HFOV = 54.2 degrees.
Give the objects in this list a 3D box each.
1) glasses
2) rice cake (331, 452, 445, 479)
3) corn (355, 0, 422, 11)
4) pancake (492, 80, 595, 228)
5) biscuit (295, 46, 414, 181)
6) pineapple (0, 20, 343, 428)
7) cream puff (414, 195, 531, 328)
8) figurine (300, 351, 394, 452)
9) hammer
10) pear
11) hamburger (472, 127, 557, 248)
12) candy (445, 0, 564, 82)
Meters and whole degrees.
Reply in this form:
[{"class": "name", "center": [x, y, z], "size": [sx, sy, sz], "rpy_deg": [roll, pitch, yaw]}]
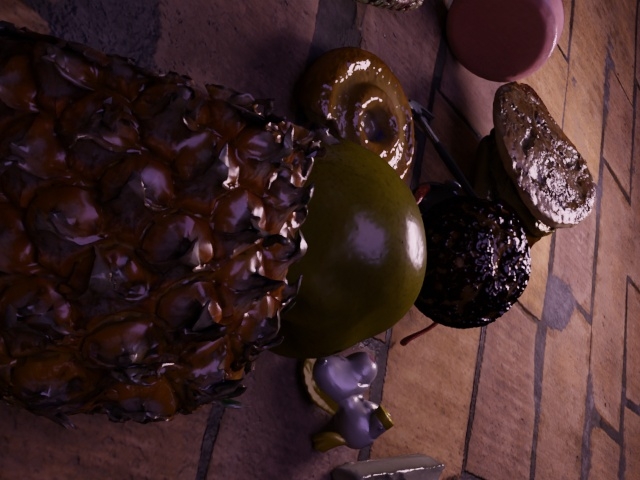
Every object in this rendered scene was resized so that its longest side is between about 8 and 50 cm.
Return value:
[{"class": "glasses", "center": [0.207, 0.045, 1.159], "size": [0.268, 0.118, 0.234], "rpy_deg": [-54, 125, -38]}, {"class": "rice cake", "center": [0.120, 0.394, 1.053], "size": [0.256, 0.057, 0.052], "rpy_deg": [15, 72, -47]}, {"class": "corn", "center": [0.101, -0.470, 1.138], "size": [0.253, 0.086, 0.086], "rpy_deg": [-14, 95, -46]}, {"class": "pancake", "center": [0.480, -0.187, 1.362], "size": [0.356, 0.065, 0.356], "rpy_deg": [23, 55, -37]}, {"class": "biscuit", "center": [0.077, -0.217, 1.069], "size": [0.274, 0.091, 0.213], "rpy_deg": [35, 62, -38]}, {"class": "pineapple", "center": [-0.169, -0.005, 0.558], "size": [0.352, 0.352, 0.300], "rpy_deg": [5, 96, -48]}, {"class": "cream puff", "center": [0.257, 0.040, 1.071], "size": [0.239, 0.165, 0.239], "rpy_deg": [-6, 101, -32]}, {"class": "figurine", "center": [0.037, 0.233, 0.965], "size": [0.129, 0.109, 0.178], "rpy_deg": [-14, 92, -27]}, {"class": "hammer", "center": [0.236, -0.172, 1.205], "size": [0.103, 0.029, 0.246], "rpy_deg": [-4, 59, -56]}, {"class": "pear", "center": [0.000, 0.000, 0.815], "size": [0.294, 0.294, 0.294], "rpy_deg": [9, 78, -48]}, {"class": "hamburger", "center": [0.432, -0.114, 1.424], "size": [0.265, 0.134, 0.285], "rpy_deg": [35, 50, -27]}, {"class": "candy", "center": [0.400, -0.468, 1.344], "size": [0.255, 0.255, 0.094], "rpy_deg": [58, 48, -25]}]
